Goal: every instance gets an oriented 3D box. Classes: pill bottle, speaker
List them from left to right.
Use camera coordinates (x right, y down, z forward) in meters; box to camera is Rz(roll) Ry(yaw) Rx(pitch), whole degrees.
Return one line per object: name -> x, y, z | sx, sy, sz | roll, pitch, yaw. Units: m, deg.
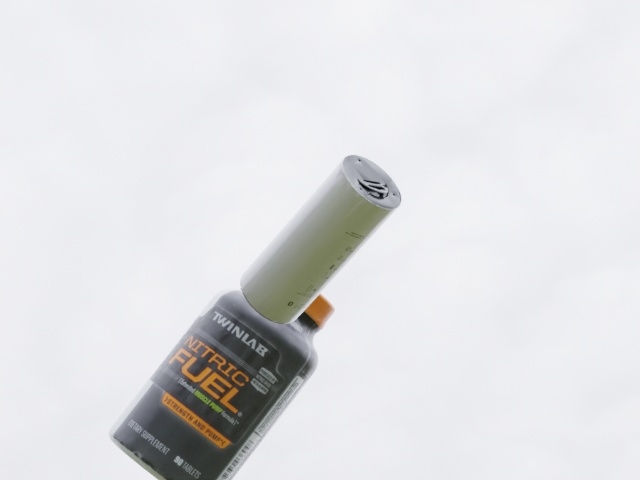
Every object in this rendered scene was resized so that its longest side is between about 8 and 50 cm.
pill bottle -> -0.091, 0.138, 1.672 | 0.130, 0.245, 0.130 | 37, -7, 6
speaker -> 0.000, 0.000, 1.225 | 0.055, 0.055, 0.136 | 30, -57, -19
